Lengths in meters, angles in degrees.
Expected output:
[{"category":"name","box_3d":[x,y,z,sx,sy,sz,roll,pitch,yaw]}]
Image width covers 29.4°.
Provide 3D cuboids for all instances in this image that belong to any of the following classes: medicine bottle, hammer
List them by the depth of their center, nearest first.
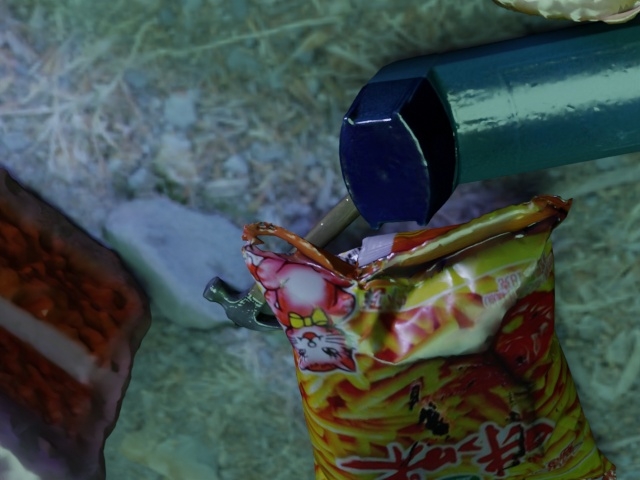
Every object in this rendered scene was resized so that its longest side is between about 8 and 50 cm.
[{"category":"medicine bottle","box_3d":[0.140,-0.082,0.718,0.258,0.124,0.079,-11,113,9]},{"category":"hammer","box_3d":[0.000,0.000,0.834,0.062,0.017,0.182,42,113,-15]}]

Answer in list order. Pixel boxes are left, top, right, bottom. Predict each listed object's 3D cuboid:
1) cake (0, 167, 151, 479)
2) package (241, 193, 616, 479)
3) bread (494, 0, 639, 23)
[{"category":"cake","box_3d":[-0.292,0.076,0.777,0.309,0.237,0.230,40,112,-16]},{"category":"package","box_3d":[0.081,0.088,0.824,0.223,0.108,0.288,-9,124,5]},{"category":"bread","box_3d":[0.135,-0.227,0.633,0.239,0.139,0.240,1,115,3]}]
